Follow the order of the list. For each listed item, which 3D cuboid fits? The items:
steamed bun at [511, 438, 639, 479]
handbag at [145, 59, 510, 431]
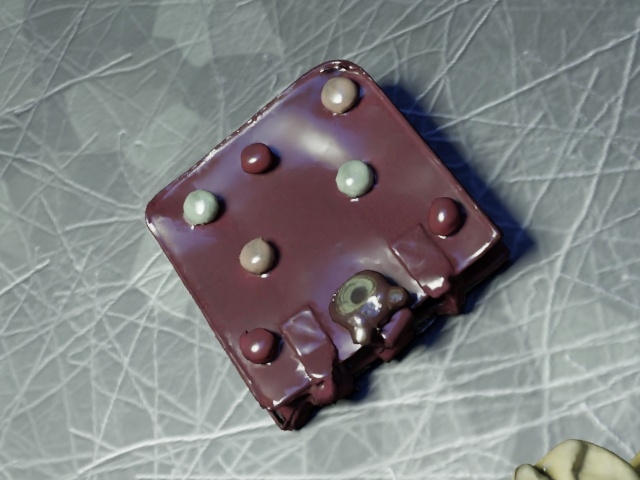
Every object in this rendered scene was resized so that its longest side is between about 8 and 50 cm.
[{"bbox_3d":[0.196,0.245,0.649,0.295,0.137,0.292,31,47,13],"label":"steamed bun"},{"bbox_3d":[-0.001,-0.002,0.912,0.203,0.074,0.216,-38,58,3],"label":"handbag"}]
